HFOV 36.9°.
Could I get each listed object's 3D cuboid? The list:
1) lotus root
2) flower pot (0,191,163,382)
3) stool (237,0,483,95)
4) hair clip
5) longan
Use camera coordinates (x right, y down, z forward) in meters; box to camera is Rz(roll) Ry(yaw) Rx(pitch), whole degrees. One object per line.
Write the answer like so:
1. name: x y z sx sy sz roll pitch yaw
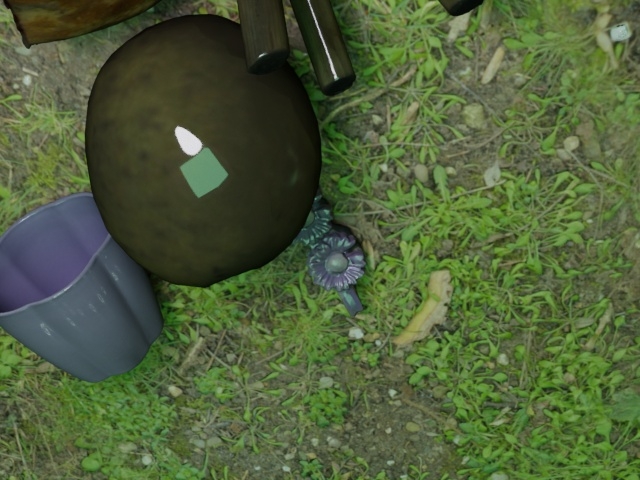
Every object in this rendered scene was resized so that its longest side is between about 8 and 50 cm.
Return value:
1. lotus root: -0.314 -0.427 1.282 0.249 0.316 0.316 -13 121 -12
2. flower pot: -0.399 0.095 1.584 0.265 0.265 0.243 -18 131 11
3. stool: 0.021 -0.361 1.228 0.310 0.310 0.226 -30 78 21
4. hair clip: 0.000 0.000 1.610 0.106 0.084 0.292 -33 111 -1
5. longan: -0.169 -0.125 1.387 0.336 0.404 0.405 -18 124 -25
